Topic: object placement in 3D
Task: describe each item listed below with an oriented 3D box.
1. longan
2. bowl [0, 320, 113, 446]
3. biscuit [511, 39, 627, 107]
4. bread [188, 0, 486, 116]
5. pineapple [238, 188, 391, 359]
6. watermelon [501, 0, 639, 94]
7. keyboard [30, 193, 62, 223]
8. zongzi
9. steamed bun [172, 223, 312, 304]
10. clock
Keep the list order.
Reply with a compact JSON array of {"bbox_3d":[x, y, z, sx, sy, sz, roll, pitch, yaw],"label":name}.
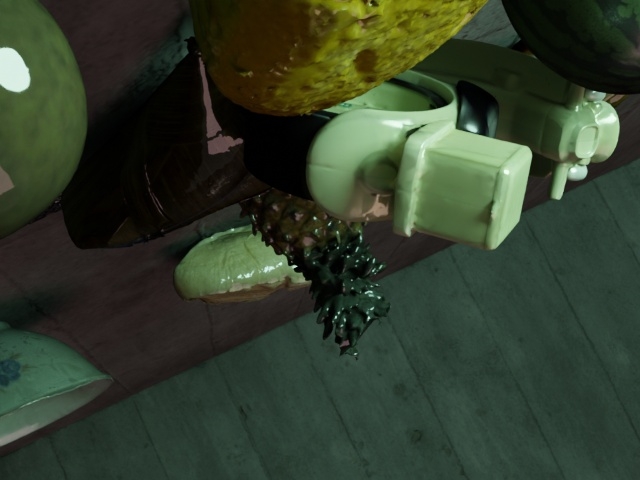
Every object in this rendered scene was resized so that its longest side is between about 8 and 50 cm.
[{"bbox_3d":[-0.222,-0.076,0.621,0.187,0.167,0.167,-4,160,-33],"label":"longan"},{"bbox_3d":[-0.455,0.198,1.564,0.313,0.146,0.313,-25,173,-4],"label":"bowl"},{"bbox_3d":[0.257,-0.180,1.508,0.366,0.115,0.268,-26,171,-7],"label":"biscuit"},{"bbox_3d":[0.020,-0.182,0.740,0.240,0.139,0.240,-26,171,-4],"label":"bread"},{"bbox_3d":[0.000,0.000,1.294,0.157,0.279,0.158,-22,172,-3],"label":"pineapple"},{"bbox_3d":[0.241,-0.222,0.907,0.212,0.212,0.212,-25,171,-4],"label":"watermelon"},{"bbox_3d":[-0.247,-0.050,1.166,0.198,0.010,0.063,-25,173,-6],"label":"keyboard"},{"bbox_3d":[-0.154,-0.075,0.993,0.221,0.112,0.242,-26,163,7],"label":"zongzi"},{"bbox_3d":[-0.105,0.032,1.715,0.212,0.110,0.231,-9,175,3],"label":"steamed bun"},{"bbox_3d":[0.102,-0.101,0.989,0.379,0.276,0.120,-36,138,-57],"label":"clock"}]
